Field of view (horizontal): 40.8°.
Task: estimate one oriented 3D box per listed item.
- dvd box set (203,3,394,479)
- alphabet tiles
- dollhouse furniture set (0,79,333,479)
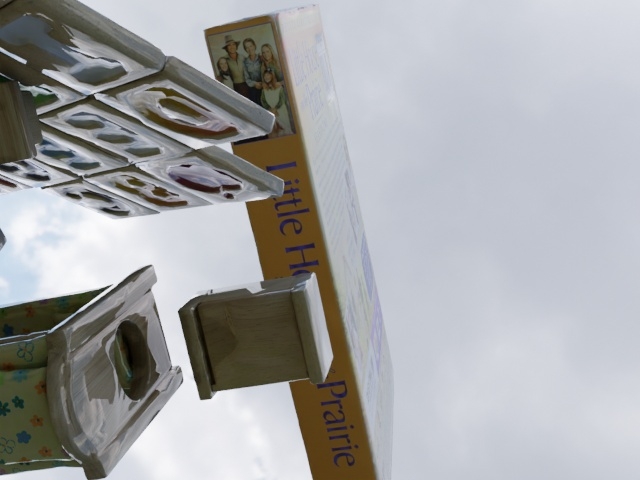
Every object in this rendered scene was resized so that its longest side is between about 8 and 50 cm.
[{"bbox_3d":[0.000,0.000,0.795,0.062,0.307,0.420,-10,-74,8],"label":"dvd box set"},{"bbox_3d":[-0.194,-0.077,0.393,0.285,0.342,0.011,-5,-113,46],"label":"alphabet tiles"},{"bbox_3d":[-0.106,0.003,0.335,0.182,0.101,0.161,-10,-78,12],"label":"dollhouse furniture set"}]
